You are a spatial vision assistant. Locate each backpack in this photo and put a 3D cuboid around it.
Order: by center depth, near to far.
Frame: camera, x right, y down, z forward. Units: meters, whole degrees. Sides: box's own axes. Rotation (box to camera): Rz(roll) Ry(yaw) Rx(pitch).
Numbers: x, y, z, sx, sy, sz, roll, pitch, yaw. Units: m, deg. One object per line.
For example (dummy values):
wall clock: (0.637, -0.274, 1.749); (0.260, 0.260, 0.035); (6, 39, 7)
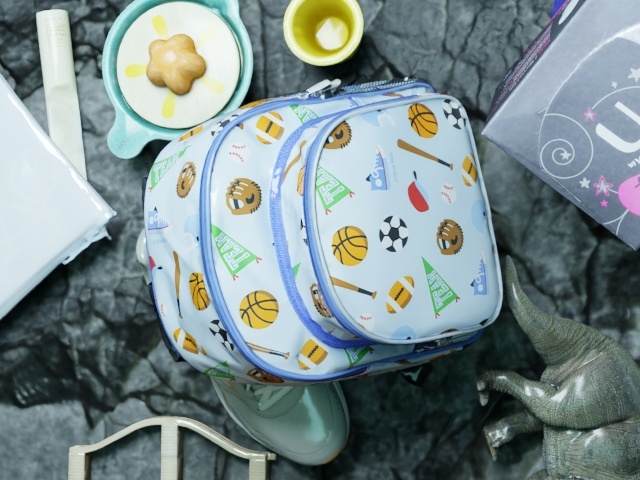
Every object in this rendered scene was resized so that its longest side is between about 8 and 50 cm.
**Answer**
backpack: (0.000, 0.000, 1.127); (0.263, 0.213, 0.276); (-12, 86, -30)

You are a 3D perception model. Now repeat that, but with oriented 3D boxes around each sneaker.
sneaker: (-0.077, 0.089, 1.220); (0.099, 0.121, 0.262); (-40, 84, 7)

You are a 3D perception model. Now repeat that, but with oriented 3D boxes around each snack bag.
snack bag: (-0.398, -0.042, 1.298); (0.323, 0.037, 0.342); (-41, 83, 14)

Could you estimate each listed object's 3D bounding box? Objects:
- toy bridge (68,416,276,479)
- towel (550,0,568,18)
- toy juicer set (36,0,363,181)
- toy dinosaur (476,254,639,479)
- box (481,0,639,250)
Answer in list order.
toy bridge: (-0.132, 0.190, 1.276); (0.188, 0.026, 0.063); (0, 88, 9)
towel: (0.358, -0.268, 1.180); (0.308, 0.076, 0.227); (11, 103, 9)
toy juicer set: (-0.141, -0.186, 1.250); (0.329, 0.089, 0.209); (-27, 86, 8)
toy dinosaur: (0.221, 0.160, 1.191); (0.160, 0.121, 0.313); (-16, 82, -3)
box: (0.265, -0.145, 1.111); (0.163, 0.142, 0.247); (37, 115, -3)
